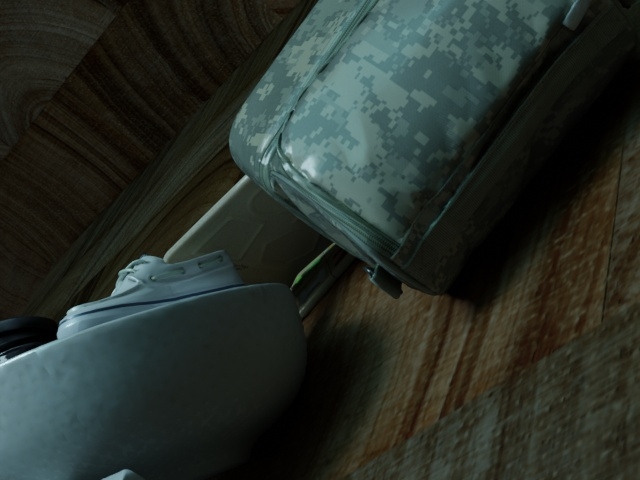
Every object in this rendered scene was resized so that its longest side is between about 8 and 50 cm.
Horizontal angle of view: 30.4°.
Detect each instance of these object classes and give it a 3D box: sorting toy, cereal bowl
[{"bbox_3d":[-0.041,-0.027,1.227,0.208,0.193,0.038,-46,56,29],"label":"sorting toy"},{"bbox_3d":[-0.162,0.161,1.072,0.339,0.141,0.339,-19,-11,-4],"label":"cereal bowl"}]

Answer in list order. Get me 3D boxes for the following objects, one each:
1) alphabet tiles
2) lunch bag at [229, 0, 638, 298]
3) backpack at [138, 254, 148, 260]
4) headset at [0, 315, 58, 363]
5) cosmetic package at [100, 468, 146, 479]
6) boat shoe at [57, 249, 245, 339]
[{"bbox_3d":[0.000,0.000,1.383,0.342,0.011,0.285,-50,15,9],"label":"alphabet tiles"},{"bbox_3d":[0.100,-0.114,0.997,0.305,0.212,0.256,-53,31,1],"label":"lunch bag"},{"bbox_3d":[-0.174,0.094,1.406,0.166,0.144,0.188,-61,6,37],"label":"backpack"},{"bbox_3d":[-0.405,0.226,1.673,0.185,0.243,0.394,-35,0,35],"label":"headset"},{"bbox_3d":[-0.152,0.286,0.888,0.184,0.151,0.151,-32,25,53],"label":"cosmetic package"},{"bbox_3d":[-0.163,0.053,1.115,0.083,0.075,0.226,-27,-12,34],"label":"boat shoe"}]
